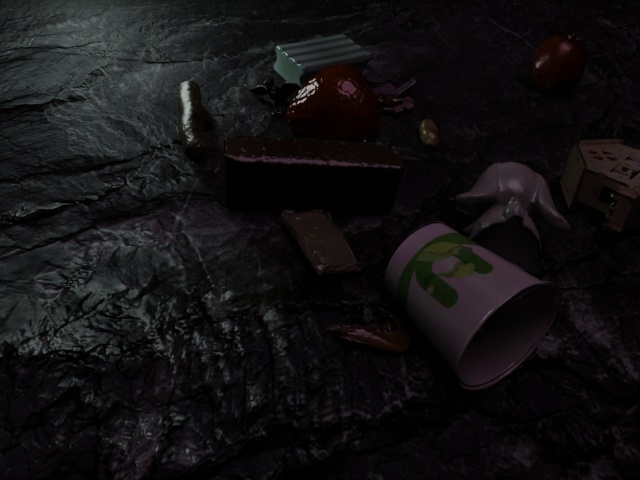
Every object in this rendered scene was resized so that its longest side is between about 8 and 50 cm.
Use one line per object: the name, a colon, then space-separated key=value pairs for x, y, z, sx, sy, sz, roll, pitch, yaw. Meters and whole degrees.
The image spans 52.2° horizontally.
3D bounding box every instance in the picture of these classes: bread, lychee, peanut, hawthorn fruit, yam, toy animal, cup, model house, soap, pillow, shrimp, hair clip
bread: x=-0.021 y=-0.152 z=1.533 sx=0.417 sy=0.165 sz=0.113 roll=2 pitch=44 yaw=-12
lychee: x=0.060 y=-0.343 z=1.702 sx=0.300 sy=0.255 sz=0.255 roll=-25 pitch=45 yaw=7
peanut: x=0.311 y=-0.304 z=1.862 sx=0.054 sy=0.054 sz=0.113 roll=5 pitch=45 yaw=-8
hawthorn fruit: x=0.805 y=-0.603 z=2.191 sx=0.185 sy=0.202 sz=0.185 roll=13 pitch=41 yaw=-12
yam: x=-0.340 y=-0.324 z=1.721 sx=0.067 sy=0.071 sz=0.317 roll=31 pitch=28 yaw=-37
toy animal: x=0.435 y=-0.070 z=1.541 sx=0.249 sy=0.174 sz=0.289 roll=1 pitch=44 yaw=-13
cup: x=0.281 y=0.112 z=1.273 sx=0.253 sy=0.253 sz=0.274 roll=-17 pitch=41 yaw=-28
model house: x=0.754 y=-0.150 z=1.726 sx=0.244 sy=0.169 sz=0.326 roll=32 pitch=43 yaw=31
soap: x=0.007 y=-0.557 z=2.039 sx=0.265 sy=0.087 sz=0.160 roll=-21 pitch=52 yaw=-31
pillow: x=0.000 y=0.000 z=1.452 sx=0.119 sy=0.053 sz=0.208 roll=-8 pitch=45 yaw=-26
toy animal: x=-0.123 y=-0.409 z=1.839 sx=0.220 sy=0.108 sz=0.062 roll=3 pitch=31 yaw=48
shrimp: x=0.099 y=0.167 z=1.308 sx=0.178 sy=0.034 sz=0.124 roll=12 pitch=39 yaw=-2
hair clip: x=0.223 y=-0.440 z=1.998 sx=0.187 sy=0.056 sz=0.146 roll=-32 pitch=58 yaw=-27
